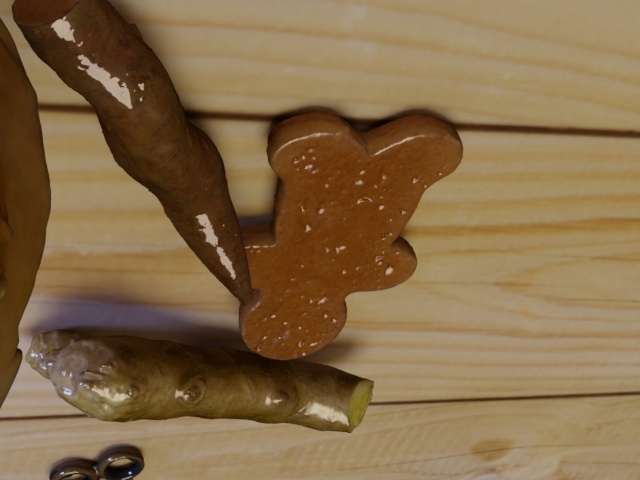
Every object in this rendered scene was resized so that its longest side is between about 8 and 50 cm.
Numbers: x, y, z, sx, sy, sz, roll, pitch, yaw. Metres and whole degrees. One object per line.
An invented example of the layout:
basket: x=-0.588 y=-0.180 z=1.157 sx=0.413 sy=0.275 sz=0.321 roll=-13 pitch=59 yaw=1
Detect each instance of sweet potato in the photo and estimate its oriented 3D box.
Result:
sweet potato: x=-0.101 y=-0.060 z=0.820 sx=0.059 sy=0.067 sz=0.281 roll=-44 pitch=142 yaw=-10

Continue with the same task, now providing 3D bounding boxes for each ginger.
ginger: x=-0.085 y=0.117 z=1.014 sx=0.299 sy=0.118 sz=0.065 roll=13 pitch=99 yaw=-32

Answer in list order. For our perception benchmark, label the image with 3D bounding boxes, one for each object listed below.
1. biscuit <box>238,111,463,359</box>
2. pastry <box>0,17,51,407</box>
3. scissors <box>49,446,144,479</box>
biscuit: x=0.000 y=-0.001 z=0.954 sx=0.166 sy=0.036 sz=0.250 roll=2 pitch=135 yaw=-21
pastry: x=-0.316 y=-0.015 z=0.529 sx=0.410 sy=0.409 sz=0.245 roll=-1 pitch=167 yaw=-19
scissors: x=-0.193 y=0.262 z=1.219 sx=0.088 sy=0.017 sz=0.220 roll=-18 pitch=142 yaw=-4
